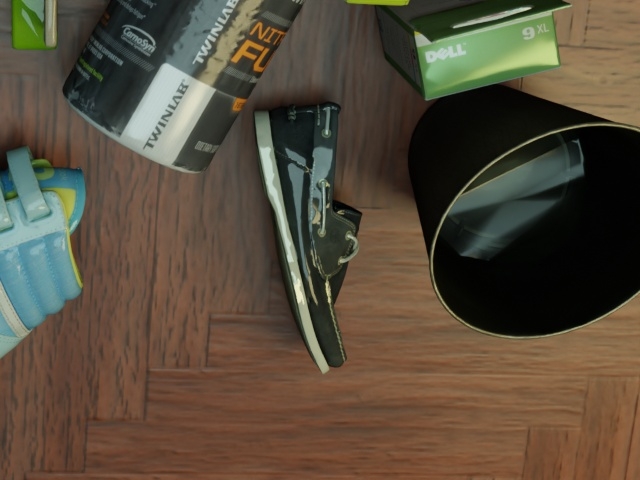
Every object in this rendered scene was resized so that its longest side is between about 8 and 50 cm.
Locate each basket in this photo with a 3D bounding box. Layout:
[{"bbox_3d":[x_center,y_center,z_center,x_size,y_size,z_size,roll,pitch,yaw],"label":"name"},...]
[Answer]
[{"bbox_3d":[0.157,-0.040,1.305,0.204,0.227,0.154,-26,111,-1],"label":"basket"}]

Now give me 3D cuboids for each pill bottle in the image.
[{"bbox_3d":[-0.085,-0.185,1.264,0.130,0.130,0.245,28,101,-18],"label":"pill bottle"}]

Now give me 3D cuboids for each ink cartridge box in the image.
[{"bbox_3d":[0.116,-0.157,1.268,0.109,0.209,0.062,-14,109,-6],"label":"ink cartridge box"}]

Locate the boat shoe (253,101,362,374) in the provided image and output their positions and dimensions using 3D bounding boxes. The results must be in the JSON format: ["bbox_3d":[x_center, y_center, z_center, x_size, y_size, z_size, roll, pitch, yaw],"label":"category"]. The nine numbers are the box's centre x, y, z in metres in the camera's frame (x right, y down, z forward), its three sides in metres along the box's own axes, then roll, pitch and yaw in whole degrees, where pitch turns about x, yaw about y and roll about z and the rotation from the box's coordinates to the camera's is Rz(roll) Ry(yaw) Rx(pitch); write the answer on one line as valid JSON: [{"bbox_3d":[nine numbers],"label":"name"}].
[{"bbox_3d":[0.000,0.000,1.365,0.079,0.084,0.233,-11,106,-6],"label":"boat shoe"}]

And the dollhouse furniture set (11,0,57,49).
[{"bbox_3d":[-0.339,-0.228,1.191,0.302,0.151,0.197,0,108,-10],"label":"dollhouse furniture set"}]

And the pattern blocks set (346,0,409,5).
[{"bbox_3d":[0.014,-0.284,1.202,0.325,0.285,0.026,6,146,-17],"label":"pattern blocks set"}]

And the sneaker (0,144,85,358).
[{"bbox_3d":[-0.306,-0.043,1.275,0.208,0.127,0.319,-34,120,3],"label":"sneaker"}]
